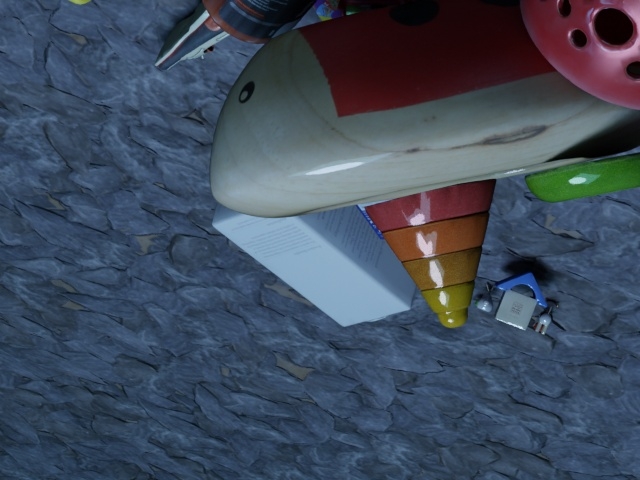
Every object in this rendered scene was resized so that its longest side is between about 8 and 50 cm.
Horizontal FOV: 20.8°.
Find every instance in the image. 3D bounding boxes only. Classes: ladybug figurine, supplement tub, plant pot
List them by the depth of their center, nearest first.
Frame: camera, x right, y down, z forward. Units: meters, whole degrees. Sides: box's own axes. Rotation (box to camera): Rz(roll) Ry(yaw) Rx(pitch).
[{"bbox_3d":[0.280,-0.230,1.421,0.191,0.191,0.174,21,140,-5],"label":"plant pot"},{"bbox_3d":[0.113,-0.130,1.567,0.449,0.162,0.305,-11,179,-13],"label":"ladybug figurine"},{"bbox_3d":[-0.029,-0.267,1.593,0.106,0.106,0.198,28,148,-15],"label":"supplement tub"}]

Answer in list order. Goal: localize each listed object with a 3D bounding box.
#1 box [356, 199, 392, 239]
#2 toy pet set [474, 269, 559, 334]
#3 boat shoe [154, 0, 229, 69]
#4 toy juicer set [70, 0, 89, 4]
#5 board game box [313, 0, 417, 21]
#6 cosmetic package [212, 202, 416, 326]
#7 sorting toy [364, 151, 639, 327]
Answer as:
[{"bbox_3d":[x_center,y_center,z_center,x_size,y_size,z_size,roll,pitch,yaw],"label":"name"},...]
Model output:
[{"bbox_3d":[0.074,-0.083,1.888,0.136,0.036,0.225,-5,143,33],"label":"box"},{"bbox_3d":[0.222,0.060,2.036,0.122,0.065,0.114,21,-177,1],"label":"toy pet set"},{"bbox_3d":[-0.125,-0.209,1.792,0.043,0.049,0.137,30,142,-21],"label":"boat shoe"},{"bbox_3d":[-0.125,-0.337,1.433,0.089,0.329,0.209,34,129,12],"label":"toy juicer set"},{"bbox_3d":[0.063,-0.219,1.688,0.133,0.033,0.168,29,147,-16],"label":"board game box"},{"bbox_3d":[0.000,0.000,2.014,0.117,0.085,0.231,-16,136,43],"label":"cosmetic package"},{"bbox_3d":[0.226,-0.007,1.513,0.365,0.126,0.127,-10,179,13],"label":"sorting toy"}]
